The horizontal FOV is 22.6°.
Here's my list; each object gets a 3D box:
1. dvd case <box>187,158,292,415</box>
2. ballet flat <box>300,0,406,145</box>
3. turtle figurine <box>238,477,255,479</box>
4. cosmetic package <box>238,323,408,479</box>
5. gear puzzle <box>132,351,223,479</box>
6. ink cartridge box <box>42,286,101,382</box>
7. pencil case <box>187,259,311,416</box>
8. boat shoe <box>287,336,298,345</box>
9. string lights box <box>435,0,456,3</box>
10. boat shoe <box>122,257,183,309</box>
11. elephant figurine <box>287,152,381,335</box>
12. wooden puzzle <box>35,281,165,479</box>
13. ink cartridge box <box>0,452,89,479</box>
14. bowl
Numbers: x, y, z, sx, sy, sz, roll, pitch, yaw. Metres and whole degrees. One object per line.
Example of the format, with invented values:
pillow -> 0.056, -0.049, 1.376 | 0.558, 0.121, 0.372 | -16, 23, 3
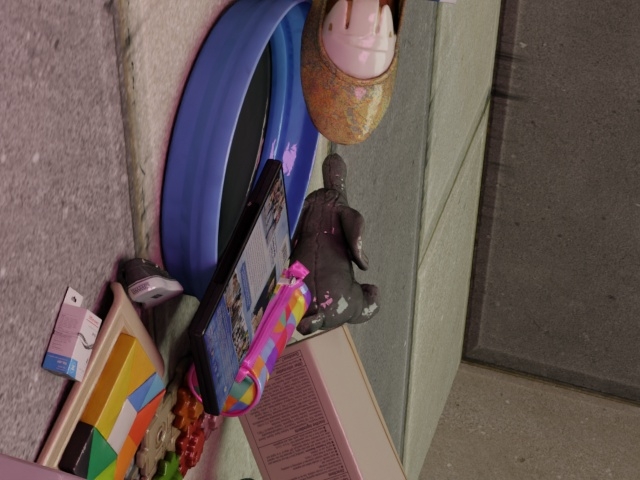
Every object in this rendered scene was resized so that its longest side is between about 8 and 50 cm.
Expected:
dvd case -> -0.089, 0.054, 1.846 | 0.180, 0.022, 0.253 | 85, 24, -54
ballet flat -> 0.052, -0.286, 1.861 | 0.123, 0.123, 0.348 | 70, 30, -68
turtle figurine -> -0.107, 0.406, 2.271 | 0.175, 0.118, 0.234 | -37, 159, -44
cosmetic package -> 0.006, 0.288, 2.170 | 0.113, 0.160, 0.309 | -19, 87, -58
gear puzzle -> -0.175, 0.250, 1.970 | 0.339, 0.044, 0.175 | -59, 158, -53
ink cartridge box -> -0.240, 0.092, 1.564 | 0.048, 0.028, 0.083 | 59, 46, -73
pencil case -> -0.086, 0.118, 2.007 | 0.236, 0.104, 0.104 | -63, 162, -53
boat shoe -> -0.024, 0.225, 2.512 | 0.227, 0.081, 0.079 | 84, 23, -57
string lights box -> 0.077, -0.386, 2.056 | 0.260, 0.077, 0.133 | -2, 108, -45
boat shoe -> -0.182, 0.044, 1.729 | 0.142, 0.049, 0.040 | 58, 7, -81
elephant figurine -> 0.000, 0.000, 2.298 | 0.169, 0.186, 0.239 | -3, 98, -32
wooden puzzle -> -0.224, 0.191, 1.703 | 0.221, 0.044, 0.238 | 74, 32, -65
ink cartridge box -> -0.265, 0.287, 1.435 | 0.176, 0.127, 0.128 | 83, 25, -58
bowl -> -0.088, -0.105, 1.906 | 0.391, 0.077, 0.391 | 14, 90, -77
